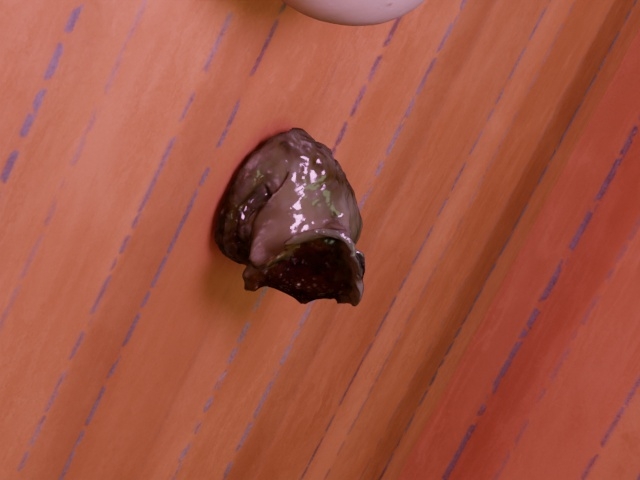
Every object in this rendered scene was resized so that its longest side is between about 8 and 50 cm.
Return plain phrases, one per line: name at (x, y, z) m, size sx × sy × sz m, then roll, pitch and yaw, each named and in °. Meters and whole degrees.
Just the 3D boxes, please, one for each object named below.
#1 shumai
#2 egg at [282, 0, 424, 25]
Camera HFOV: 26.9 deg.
shumai at (0.000, 0.000, 2.343) m, size 0.292 × 0.288 × 0.330 m, roll -56°, pitch 150°, yaw -4°
egg at (0.037, -0.454, 1.948) m, size 0.345 × 0.283 × 0.283 m, roll -14°, pitch 130°, yaw -49°
